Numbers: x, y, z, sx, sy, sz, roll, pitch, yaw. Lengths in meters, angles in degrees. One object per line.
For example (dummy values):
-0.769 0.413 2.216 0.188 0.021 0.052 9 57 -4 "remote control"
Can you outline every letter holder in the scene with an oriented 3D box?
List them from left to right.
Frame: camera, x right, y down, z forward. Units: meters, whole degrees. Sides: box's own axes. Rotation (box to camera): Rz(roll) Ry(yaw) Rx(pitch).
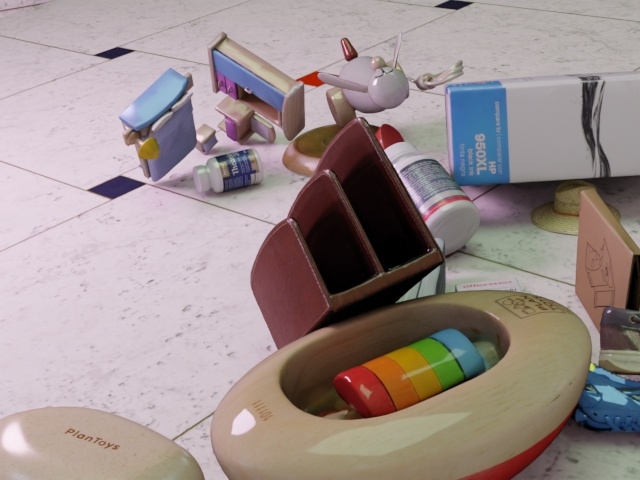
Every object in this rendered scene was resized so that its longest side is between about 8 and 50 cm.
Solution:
0.000 0.000 1.362 0.152 0.214 0.302 -23 -10 -18 "letter holder"

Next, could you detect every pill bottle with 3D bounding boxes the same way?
-0.170 -0.126 1.986 0.120 0.067 0.067 -15 28 -17 "pill bottle"
0.161 -0.071 1.701 0.108 0.108 0.180 -17 50 -21 "pill bottle"

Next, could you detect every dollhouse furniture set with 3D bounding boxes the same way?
-0.200 -0.179 2.025 0.198 0.286 0.303 35 66 19 "dollhouse furniture set"

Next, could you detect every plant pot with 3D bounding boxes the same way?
0.041 -0.181 2.092 0.236 0.032 0.236 -6 26 3 "plant pot"

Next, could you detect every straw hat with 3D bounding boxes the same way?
0.412 -0.065 1.748 0.144 0.061 0.144 -5 26 2 "straw hat"

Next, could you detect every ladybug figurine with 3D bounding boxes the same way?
0.103 0.188 1.182 0.449 0.162 0.305 -18 24 -18 "ladybug figurine"

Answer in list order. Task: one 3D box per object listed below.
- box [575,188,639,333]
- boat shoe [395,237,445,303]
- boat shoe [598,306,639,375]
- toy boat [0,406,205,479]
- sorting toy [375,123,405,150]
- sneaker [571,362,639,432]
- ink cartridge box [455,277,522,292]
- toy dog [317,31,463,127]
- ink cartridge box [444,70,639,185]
0.375 0.045 1.418 0.021 0.164 0.201 -5 26 -2 "box"
0.132 0.064 1.524 0.075 0.083 0.226 1 28 12 "boat shoe"
0.472 0.111 1.276 0.285 0.092 0.103 -4 -2 12 "boat shoe"
-0.290 0.295 1.117 0.267 0.148 0.318 16 26 28 "toy boat"
0.064 -0.068 1.822 0.126 0.127 0.365 -27 19 28 "sorting toy"
0.347 0.199 1.240 0.209 0.069 0.082 15 49 34 "sneaker"
0.233 0.103 1.459 0.088 0.052 0.122 -6 25 0 "ink cartridge box"
0.093 -0.318 2.017 0.220 0.161 0.333 -29 7 -24 "toy dog"
0.411 -0.194 1.815 0.395 0.166 0.285 -3 9 7 "ink cartridge box"
